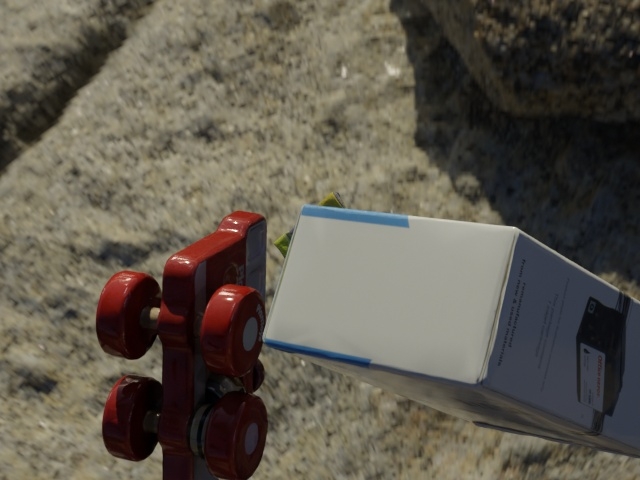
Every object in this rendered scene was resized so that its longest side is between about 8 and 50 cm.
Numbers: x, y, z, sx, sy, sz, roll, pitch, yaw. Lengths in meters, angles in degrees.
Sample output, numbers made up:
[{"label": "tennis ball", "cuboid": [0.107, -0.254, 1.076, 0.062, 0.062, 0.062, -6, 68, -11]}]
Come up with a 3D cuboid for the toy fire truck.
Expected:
[{"label": "toy fire truck", "cuboid": [-0.124, 0.135, 1.596, 0.169, 0.254, 0.302, 7, 107, 22]}]

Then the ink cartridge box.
[{"label": "ink cartridge box", "cuboid": [0.141, 0.082, 1.166, 0.223, 0.307, 0.129, 6, 77, 41]}]

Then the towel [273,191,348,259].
[{"label": "towel", "cuboid": [0.000, 0.000, 1.258, 0.083, 0.009, 0.060, -39, 70, 21]}]
